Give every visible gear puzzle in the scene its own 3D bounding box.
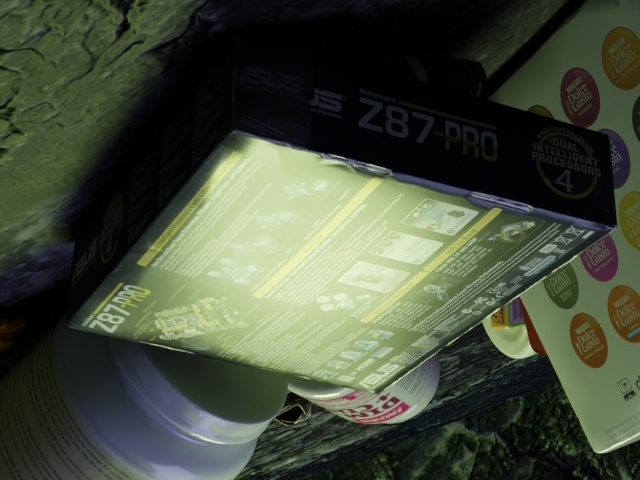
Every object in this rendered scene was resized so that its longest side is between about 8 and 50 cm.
[{"bbox_3d":[-0.375,0.149,1.637,0.175,0.044,0.339,-11,163,-35],"label":"gear puzzle"}]

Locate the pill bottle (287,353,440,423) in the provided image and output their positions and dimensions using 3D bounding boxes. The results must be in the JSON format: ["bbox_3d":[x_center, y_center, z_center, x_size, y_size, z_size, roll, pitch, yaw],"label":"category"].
[{"bbox_3d":[0.046,0.133,1.894,0.160,0.160,0.283,-25,158,12],"label":"pill bottle"}]

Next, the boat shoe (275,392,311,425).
[{"bbox_3d":[-0.049,0.255,2.465,0.066,0.066,0.183,-30,164,32],"label":"boat shoe"}]

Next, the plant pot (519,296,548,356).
[{"bbox_3d":[0.371,0.017,1.861,0.267,0.267,0.235,-9,175,-41],"label":"plant pot"}]

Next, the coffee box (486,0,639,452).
[{"bbox_3d":[0.379,-0.055,1.385,0.338,0.334,0.337,-16,164,-30],"label":"coffee box"}]

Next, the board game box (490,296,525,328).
[{"bbox_3d":[0.305,0.044,2.082,0.039,0.124,0.259,-2,-179,42],"label":"board game box"}]

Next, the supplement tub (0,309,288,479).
[{"bbox_3d":[-0.210,0.191,1.585,0.325,0.235,0.235,-44,157,28],"label":"supplement tub"}]

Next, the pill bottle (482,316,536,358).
[{"bbox_3d":[0.362,0.075,2.250,0.245,0.136,0.136,-14,164,-27],"label":"pill bottle"}]

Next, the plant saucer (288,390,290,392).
[{"bbox_3d":[-0.049,0.162,2.156,0.310,0.050,0.310,-21,166,-6],"label":"plant saucer"}]

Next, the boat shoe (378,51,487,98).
[{"bbox_3d":[0.065,-0.083,1.337,0.079,0.084,0.233,-13,161,-28],"label":"boat shoe"}]

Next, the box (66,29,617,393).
[{"bbox_3d":[0.000,0.000,1.287,0.318,0.097,0.395,12,152,-22],"label":"box"}]
